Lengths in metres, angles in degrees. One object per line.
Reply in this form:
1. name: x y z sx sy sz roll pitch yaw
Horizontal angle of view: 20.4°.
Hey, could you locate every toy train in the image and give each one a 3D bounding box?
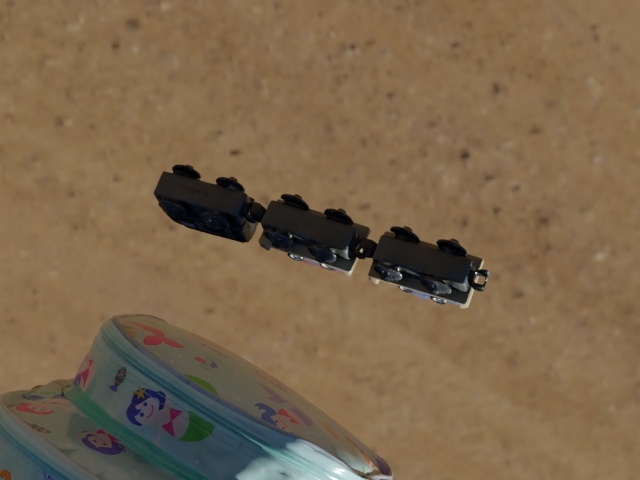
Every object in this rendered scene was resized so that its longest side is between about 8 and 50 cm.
1. toy train: 0.000 0.000 0.788 0.158 0.027 0.036 16 160 19

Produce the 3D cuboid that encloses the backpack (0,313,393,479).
1. backpack: -0.084 0.154 0.969 0.191 0.225 0.253 -61 168 8
